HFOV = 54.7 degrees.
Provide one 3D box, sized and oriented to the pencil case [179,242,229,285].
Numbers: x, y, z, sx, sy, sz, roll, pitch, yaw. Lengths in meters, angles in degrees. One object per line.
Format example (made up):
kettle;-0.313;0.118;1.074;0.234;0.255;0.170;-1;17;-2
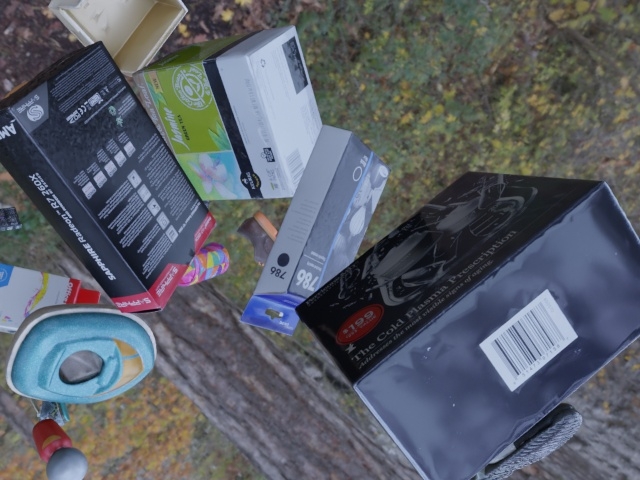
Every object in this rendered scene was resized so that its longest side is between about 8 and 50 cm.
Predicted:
pencil case;-0.329;0.060;1.660;0.104;0.104;0.236;-58;169;10

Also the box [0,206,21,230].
box;-0.885;-0.058;1.722;0.083;0.067;0.018;-12;150;-39

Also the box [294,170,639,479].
box;0.174;0.084;0.787;0.343;0.179;0.312;-38;-166;-6

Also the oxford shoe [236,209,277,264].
oxford shoe;-0.169;0.068;2.299;0.133;0.363;0.130;-37;171;-7

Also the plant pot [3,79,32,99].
plant pot;-0.703;-0.294;1.628;0.291;0.291;0.203;-47;-161;-16

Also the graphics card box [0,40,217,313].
graphics card box;-0.328;-0.093;0.975;0.371;0.094;0.232;62;33;-32

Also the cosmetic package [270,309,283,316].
cosmetic package;-0.107;0.186;1.747;0.060;0.115;0.041;13;91;-24

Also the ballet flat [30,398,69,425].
ballet flat;-0.554;0.283;1.241;0.070;0.188;0.070;-17;156;-8

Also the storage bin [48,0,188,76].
storage bin;-0.526;-0.612;1.623;0.260;0.123;0.262;-58;152;-12

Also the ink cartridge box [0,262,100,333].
ink cartridge box;-0.607;0.141;1.342;0.078;0.231;0.134;142;-42;-62

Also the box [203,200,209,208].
box;-0.467;-0.102;2.066;0.093;0.156;0.158;42;56;-70

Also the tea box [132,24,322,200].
tea box;-0.195;-0.284;1.431;0.220;0.324;0.329;-52;133;-47

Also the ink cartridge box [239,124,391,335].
ink cartridge box;0.000;0.000;0.991;0.165;0.065;0.332;28;85;-59

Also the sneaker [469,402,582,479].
sneaker;0.298;0.333;1.078;0.122;0.146;0.330;5;141;-33

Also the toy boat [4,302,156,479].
toy boat;-0.418;0.265;1.082;0.267;0.148;0.318;11;106;-47
